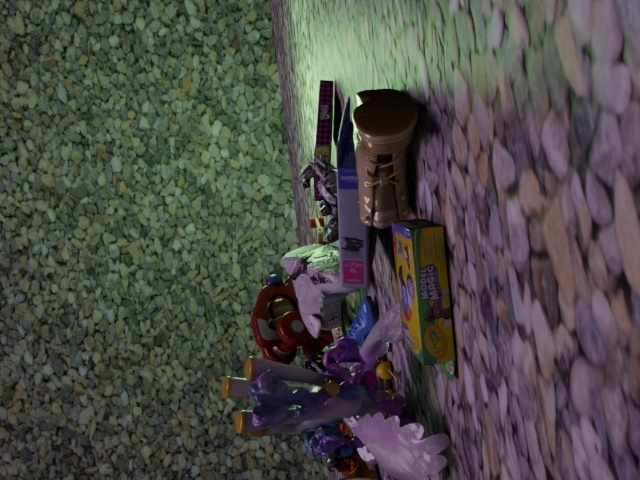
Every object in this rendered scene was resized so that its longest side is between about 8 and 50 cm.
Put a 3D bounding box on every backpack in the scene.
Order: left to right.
[{"bbox_3d":[0.058,0.381,1.986,0.173,0.117,0.158,38,157,42],"label":"backpack"}]

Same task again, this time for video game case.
[{"bbox_3d":[0.008,-0.253,1.878,0.210,0.041,0.232,92,-179,-53],"label":"video game case"}]

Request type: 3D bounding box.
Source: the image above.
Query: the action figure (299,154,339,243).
[{"bbox_3d":[0.030,-0.093,1.744,0.185,0.099,0.285,63,176,18],"label":"action figure"}]

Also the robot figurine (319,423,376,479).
[{"bbox_3d":[0.068,0.444,1.705,0.291,0.085,0.211,67,-155,-51],"label":"robot figurine"}]

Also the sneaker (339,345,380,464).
[{"bbox_3d":[0.105,0.356,1.596,0.091,0.094,0.258,22,-129,-48],"label":"sneaker"}]

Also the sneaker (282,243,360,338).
[{"bbox_3d":[0.034,0.129,1.791,0.366,0.137,0.210,12,122,65],"label":"sneaker"}]

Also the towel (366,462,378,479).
[{"bbox_3d":[0.148,0.781,1.940,0.332,0.053,0.317,-103,7,-49],"label":"towel"}]

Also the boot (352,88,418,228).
[{"bbox_3d":[0.095,-0.110,1.107,0.262,0.095,0.203,-94,1,-69],"label":"boot"}]

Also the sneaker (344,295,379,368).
[{"bbox_3d":[0.091,0.219,1.678,0.069,0.082,0.209,-102,9,-55],"label":"sneaker"}]

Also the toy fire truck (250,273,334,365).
[{"bbox_3d":[-0.058,0.212,2.117,0.169,0.302,0.254,122,140,-48],"label":"toy fire truck"}]

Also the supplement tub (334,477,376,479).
[{"bbox_3d":[0.077,0.611,1.515,0.325,0.235,0.235,100,162,-72],"label":"supplement tub"}]

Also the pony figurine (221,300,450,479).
[{"bbox_3d":[0.038,0.268,1.273,0.351,0.363,0.303,132,140,-62],"label":"pony figurine"}]

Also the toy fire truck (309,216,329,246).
[{"bbox_3d":[0.000,0.000,2.459,0.192,0.047,0.135,-125,30,-77],"label":"toy fire truck"}]

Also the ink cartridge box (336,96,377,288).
[{"bbox_3d":[0.071,-0.087,1.365,0.186,0.065,0.311,-75,-17,-54],"label":"ink cartridge box"}]

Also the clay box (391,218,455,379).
[{"bbox_3d":[0.149,0.084,1.071,0.127,0.053,0.222,-134,38,-81],"label":"clay box"}]

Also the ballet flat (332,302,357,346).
[{"bbox_3d":[0.076,0.244,1.893,0.077,0.091,0.241,-58,29,23],"label":"ballet flat"}]

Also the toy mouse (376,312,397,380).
[{"bbox_3d":[0.125,0.227,1.576,0.161,0.031,0.143,119,143,-80],"label":"toy mouse"}]
